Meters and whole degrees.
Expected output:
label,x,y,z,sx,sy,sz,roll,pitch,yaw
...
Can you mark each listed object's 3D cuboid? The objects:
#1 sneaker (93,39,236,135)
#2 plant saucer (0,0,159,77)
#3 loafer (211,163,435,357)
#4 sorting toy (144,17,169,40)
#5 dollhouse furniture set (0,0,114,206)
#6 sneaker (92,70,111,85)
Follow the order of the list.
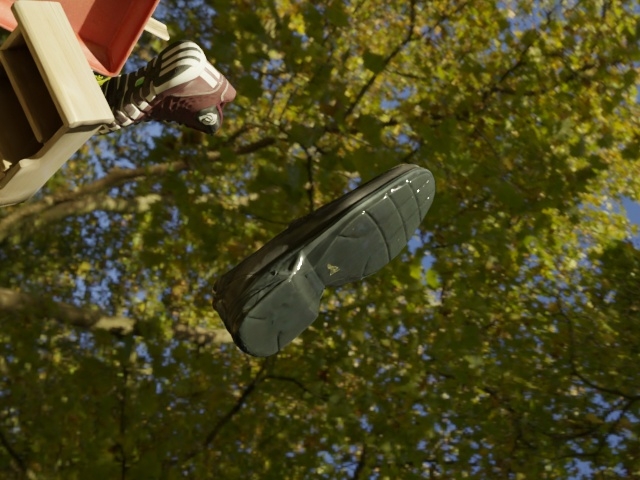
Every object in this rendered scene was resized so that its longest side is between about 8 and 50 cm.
label,x,y,z,sx,sy,sz,roll,pitch,yaw
sneaker,-0.254,-0.205,1.274,0.281,0.162,0.107,-16,-125,35
plant saucer,-0.326,-0.368,0.991,0.258,0.259,0.048,-49,-147,31
loafer,0.000,0.000,0.513,0.170,0.062,0.061,-36,-134,-13
sorting toy,-0.291,-0.358,1.288,0.012,0.083,0.062,-55,-150,22
dollhouse furniture set,-0.489,-0.134,0.904,0.256,0.394,0.362,-32,-99,37
sneaker,-0.405,-0.299,1.288,0.053,0.144,0.059,-27,-110,33
